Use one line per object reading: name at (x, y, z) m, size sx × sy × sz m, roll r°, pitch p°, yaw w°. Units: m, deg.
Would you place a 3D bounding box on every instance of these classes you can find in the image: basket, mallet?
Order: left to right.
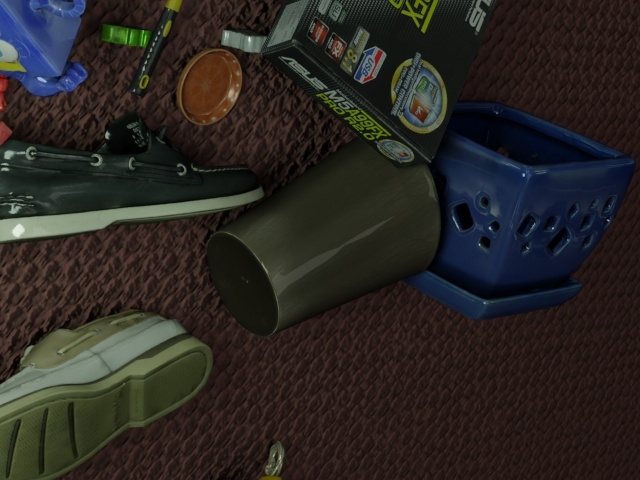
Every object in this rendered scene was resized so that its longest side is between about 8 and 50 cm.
mallet at (-0.133, -0.226, 1.457) m, size 0.062 × 0.039 × 0.190 m, roll 11°, pitch 102°, yaw -42°
basket at (0.000, 0.000, 1.684) m, size 0.227 × 0.154 × 0.204 m, roll -28°, pitch 141°, yaw -31°

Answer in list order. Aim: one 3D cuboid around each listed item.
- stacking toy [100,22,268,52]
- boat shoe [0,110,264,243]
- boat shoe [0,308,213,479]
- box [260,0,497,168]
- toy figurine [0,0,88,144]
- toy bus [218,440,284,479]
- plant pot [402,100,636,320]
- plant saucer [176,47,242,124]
stacking toy at (-0.124, -0.275, 1.506) m, size 0.221 × 0.052 × 0.167 m, roll -5°, pitch 109°, yaw -44°
boat shoe at (-0.192, -0.069, 1.474) m, size 0.340 × 0.127 × 0.113 m, roll -10°, pitch 91°, yaw -41°
boat shoe at (-0.254, 0.153, 1.514) m, size 0.302 × 0.103 × 0.113 m, roll -19°, pitch 133°, yaw -42°
box at (0.076, -0.248, 1.626) m, size 0.216 × 0.060 × 0.270 m, roll 38°, pitch 63°, yaw -29°
toy figurine at (-0.278, -0.224, 1.201) m, size 0.362 × 0.217 × 0.191 m, roll 58°, pitch 46°, yaw -44°
toy bus at (-0.104, 0.344, 1.753) m, size 0.104 × 0.202 × 0.191 m, roll 15°, pitch 105°, yaw -18°
plant pot at (0.204, -0.035, 1.827) m, size 0.236 × 0.236 × 0.212 m, roll -7°, pitch 118°, yaw -46°
plant saucer at (-0.117, -0.162, 1.582) m, size 0.083 × 0.013 × 0.084 m, roll -25°, pitch 128°, yaw -36°
